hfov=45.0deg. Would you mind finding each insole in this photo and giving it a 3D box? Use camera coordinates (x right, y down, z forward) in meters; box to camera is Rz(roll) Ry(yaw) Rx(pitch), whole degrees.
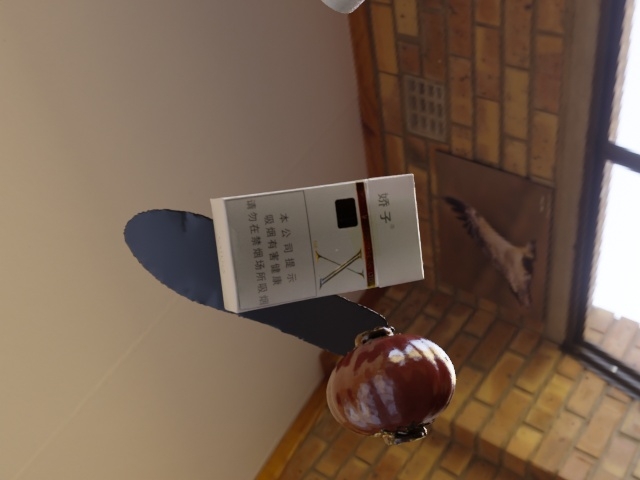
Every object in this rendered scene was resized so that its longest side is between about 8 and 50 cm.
[{"bbox_3d":[-0.062,0.052,0.829,0.322,0.007,0.109,27,-58,-25],"label":"insole"}]

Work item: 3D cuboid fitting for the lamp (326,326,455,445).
[{"bbox_3d":[0.054,0.112,0.596,0.101,0.101,0.090,18,-127,-58],"label":"lamp"}]

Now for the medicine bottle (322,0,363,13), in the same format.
[{"bbox_3d":[0.106,-0.475,1.156,0.111,0.296,0.161,14,-124,-35],"label":"medicine bottle"}]

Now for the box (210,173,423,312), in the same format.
[{"bbox_3d":[0.000,0.000,0.582,0.154,0.040,0.084,-9,-87,-22],"label":"box"}]
